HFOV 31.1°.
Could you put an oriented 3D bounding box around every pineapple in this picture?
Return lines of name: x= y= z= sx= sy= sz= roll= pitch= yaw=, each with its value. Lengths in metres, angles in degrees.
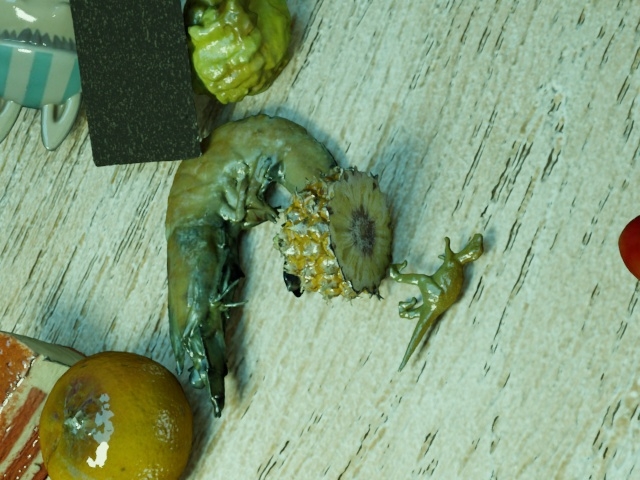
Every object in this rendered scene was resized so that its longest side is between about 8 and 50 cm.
pineapple: x=-0.002 y=-0.001 z=1.465 sx=0.136 sy=0.161 sz=0.176 roll=-7 pitch=90 yaw=34

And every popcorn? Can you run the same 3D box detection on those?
popcorn: x=-0.136 y=-0.296 z=1.671 sx=0.197 sy=0.155 sz=0.198 roll=-8 pitch=77 yaw=39

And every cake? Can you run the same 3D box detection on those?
cake: x=-0.457 y=0.246 z=1.658 sx=0.159 sy=0.158 sz=0.262 roll=38 pitch=95 yaw=40

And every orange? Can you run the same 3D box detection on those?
orange: x=-0.279 y=0.254 z=1.532 sx=0.224 sy=0.170 sz=0.224 roll=-12 pitch=64 yaw=26

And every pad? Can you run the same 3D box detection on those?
pad: x=-0.277 y=-0.276 z=1.677 sx=0.220 sy=0.004 sz=0.330 roll=-1 pitch=100 yaw=34

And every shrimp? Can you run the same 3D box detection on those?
shrimp: x=-0.099 y=0.024 z=1.573 sx=0.272 sy=0.085 sz=0.445 roll=-7 pitch=64 yaw=25

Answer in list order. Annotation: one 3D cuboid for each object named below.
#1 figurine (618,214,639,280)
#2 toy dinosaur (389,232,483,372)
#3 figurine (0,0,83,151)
figurine: x=0.464 y=-0.012 z=1.156 sx=0.270 sy=0.261 sz=0.211 roll=-45 pitch=82 yaw=8
toy dinosaur: x=0.148 y=0.075 z=1.414 sx=0.126 sy=0.039 sz=0.162 roll=-14 pitch=66 yaw=26
figurine: x=-0.506 y=-0.335 z=1.855 sx=0.361 sy=0.266 sz=0.378 roll=9 pitch=73 yaw=43
